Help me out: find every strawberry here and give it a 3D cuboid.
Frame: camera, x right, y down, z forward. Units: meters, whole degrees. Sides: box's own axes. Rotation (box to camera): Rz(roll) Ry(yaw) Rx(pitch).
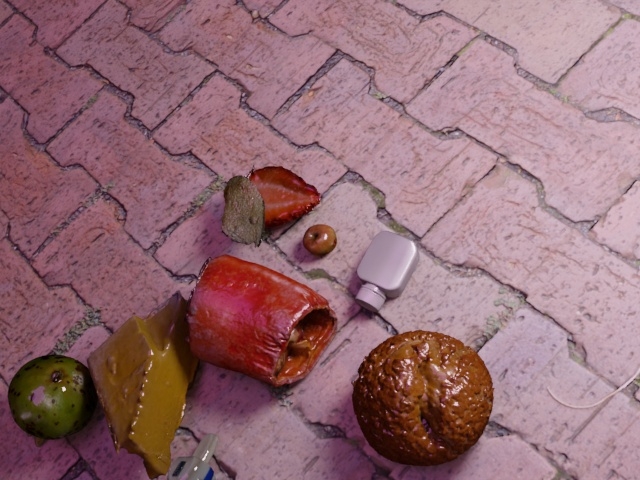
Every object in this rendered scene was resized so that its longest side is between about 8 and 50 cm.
[{"bbox_3d":[-0.098,-0.116,2.001,0.228,0.098,0.175,-12,68,19],"label":"strawberry"}]

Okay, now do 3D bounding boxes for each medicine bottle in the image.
[{"bbox_3d":[0.150,0.075,1.849,0.119,0.069,0.183,22,73,25],"label":"medicine bottle"}]

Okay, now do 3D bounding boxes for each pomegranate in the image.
[{"bbox_3d":[-0.657,0.395,1.912,0.211,0.210,0.263,61,137,30],"label":"pomegranate"}]

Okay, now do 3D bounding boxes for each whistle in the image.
[{"bbox_3d":[-0.292,0.537,1.745,0.110,0.092,0.244,-16,31,37],"label":"whistle"}]

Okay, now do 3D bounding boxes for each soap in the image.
[{"bbox_3d":[-0.353,0.322,1.812,0.304,0.169,0.339,-41,47,3],"label":"soap"}]

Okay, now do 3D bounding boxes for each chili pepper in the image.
[{"bbox_3d":[-0.145,0.192,1.806,0.305,0.229,0.251,19,63,26],"label":"chili pepper"}]

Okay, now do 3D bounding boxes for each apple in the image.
[{"bbox_3d":[0.000,0.000,1.936,0.083,0.071,0.084,-12,60,22],"label":"apple"}]

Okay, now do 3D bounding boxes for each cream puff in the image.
[{"bbox_3d":[0.210,0.319,1.632,0.302,0.212,0.303,-6,61,11],"label":"cream puff"}]

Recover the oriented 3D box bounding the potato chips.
[{"bbox_3d":[-0.198,-0.069,1.961,0.142,0.026,0.209,-45,60,3],"label":"potato chips"}]
